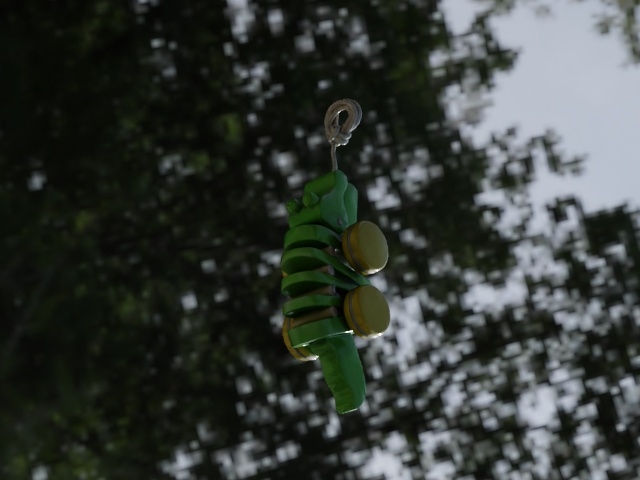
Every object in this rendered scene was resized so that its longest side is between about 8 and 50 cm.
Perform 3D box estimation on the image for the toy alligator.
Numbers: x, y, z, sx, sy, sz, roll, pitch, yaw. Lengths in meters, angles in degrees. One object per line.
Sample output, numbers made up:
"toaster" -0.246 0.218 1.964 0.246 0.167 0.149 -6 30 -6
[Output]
"toy alligator" 0.000 0.000 0.962 0.056 0.051 0.190 -20 -119 36
